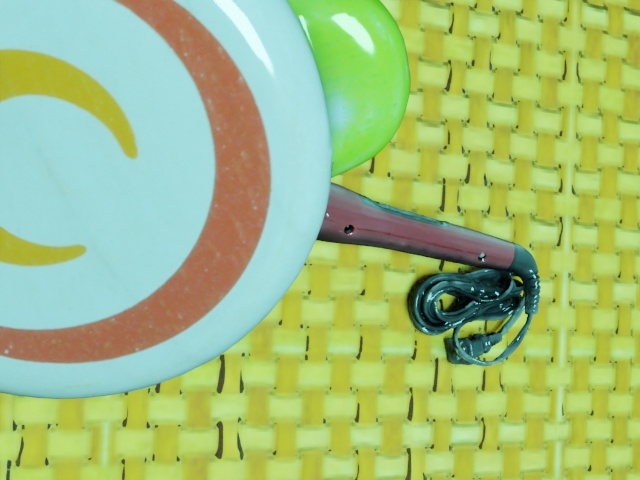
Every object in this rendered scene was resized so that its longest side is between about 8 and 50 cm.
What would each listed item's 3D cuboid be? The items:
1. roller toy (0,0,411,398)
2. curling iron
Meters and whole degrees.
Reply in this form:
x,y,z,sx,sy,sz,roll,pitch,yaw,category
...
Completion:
x,y,z,sx,sy,sz,roll,pitch,yaw,category
-0.094,-0.055,0.477,0.209,0.146,0.191,28,113,-15,roller toy
0.000,0.000,0.625,0.274,0.035,0.068,21,79,-29,curling iron
